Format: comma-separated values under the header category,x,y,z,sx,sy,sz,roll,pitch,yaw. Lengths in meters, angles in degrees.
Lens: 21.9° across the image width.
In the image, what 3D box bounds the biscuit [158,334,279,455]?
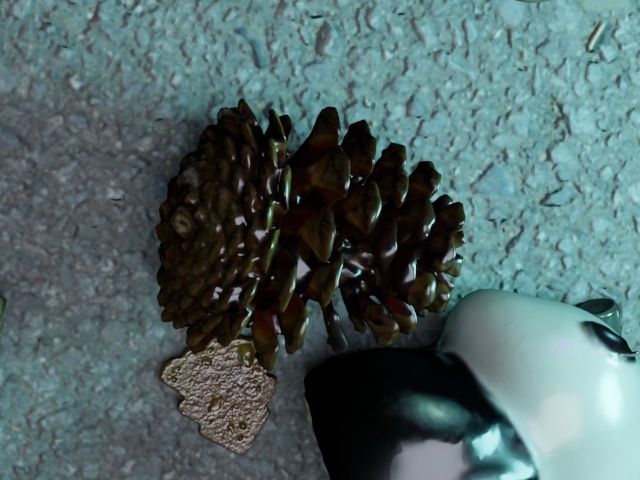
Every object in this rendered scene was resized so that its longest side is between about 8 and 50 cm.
category,x,y,z,sx,sy,sz,roll,pitch,yaw
biscuit,-0.091,0.145,1.582,0.119,0.019,0.130,-13,105,-10

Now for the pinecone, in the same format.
category,x,y,z,sx,sy,sz,roll,pitch,yaw
pinecone,-0.001,0.003,1.461,0.292,0.246,0.246,7,101,-24

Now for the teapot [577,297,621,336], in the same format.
category,x,y,z,sx,sy,sz,roll,pitch,yaw
teapot,0.284,0.115,1.648,0.042,0.043,0.111,-17,109,-8

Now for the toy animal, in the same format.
category,x,y,z,sx,sy,sz,roll,pitch,yaw
toy animal,0.160,0.183,1.544,0.309,0.251,0.251,-20,106,0

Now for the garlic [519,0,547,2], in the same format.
category,x,y,z,sx,sy,sz,roll,pitch,yaw
garlic,0.185,-0.324,1.465,0.227,0.152,0.228,-3,111,-8

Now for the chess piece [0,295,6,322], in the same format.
category,x,y,z,sx,sy,sz,roll,pitch,yaw
chess piece,-0.438,0.092,1.438,0.299,0.167,0.167,16,99,-8
